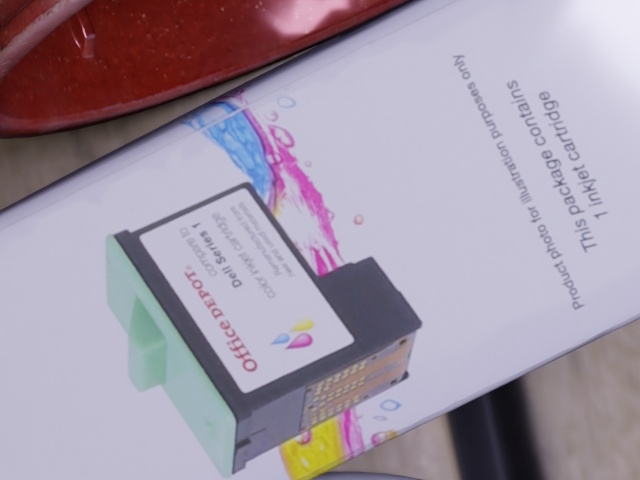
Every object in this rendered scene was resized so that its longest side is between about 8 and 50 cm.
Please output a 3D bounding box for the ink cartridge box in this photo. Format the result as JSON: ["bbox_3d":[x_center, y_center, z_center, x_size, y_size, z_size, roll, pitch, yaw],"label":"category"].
[{"bbox_3d":[0.000,0.000,0.661,0.278,0.201,0.117,-26,94,4],"label":"ink cartridge box"}]

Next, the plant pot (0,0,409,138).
[{"bbox_3d":[-0.043,-0.209,0.626,0.272,0.272,0.265,-25,86,4],"label":"plant pot"}]

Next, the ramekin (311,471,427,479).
[{"bbox_3d":[-0.004,0.217,0.678,0.277,0.135,0.277,-2,81,13],"label":"ramekin"}]
